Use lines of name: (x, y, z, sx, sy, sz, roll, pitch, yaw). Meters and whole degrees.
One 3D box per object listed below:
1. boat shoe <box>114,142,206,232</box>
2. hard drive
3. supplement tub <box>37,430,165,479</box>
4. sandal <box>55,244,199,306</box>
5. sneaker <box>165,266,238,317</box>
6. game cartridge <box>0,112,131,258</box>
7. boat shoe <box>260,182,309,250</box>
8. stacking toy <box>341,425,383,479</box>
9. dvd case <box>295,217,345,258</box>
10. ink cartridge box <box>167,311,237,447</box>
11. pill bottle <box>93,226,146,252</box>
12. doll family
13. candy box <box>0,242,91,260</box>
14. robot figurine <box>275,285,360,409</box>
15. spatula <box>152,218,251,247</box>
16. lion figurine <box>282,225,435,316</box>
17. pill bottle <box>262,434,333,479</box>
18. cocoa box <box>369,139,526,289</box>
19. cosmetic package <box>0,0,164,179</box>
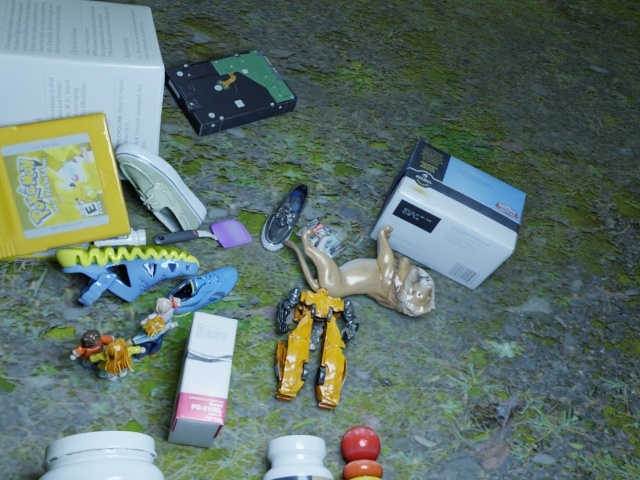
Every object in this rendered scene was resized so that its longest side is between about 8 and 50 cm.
boat shoe: (-0.387, -0.113, 1.556, 0.302, 0.109, 0.094, 48, 49, -42)
hard drive: (-0.269, -0.453, 1.935, 0.338, 0.064, 0.237, -24, 68, -30)
supplement tub: (-0.392, 0.527, 1.130, 0.235, 0.235, 0.325, 2, 57, -19)
sandal: (-0.442, 0.078, 1.483, 0.317, 0.126, 0.138, -2, 94, -15)
sneaker: (-0.279, 0.113, 1.544, 0.209, 0.082, 0.069, -28, 69, -34)
game cartridge: (-0.614, -0.120, 1.427, 0.323, 0.052, 0.286, -12, 105, -14)
boat shoe: (-0.089, -0.071, 1.737, 0.080, 0.076, 0.228, 32, 53, 3)
stacking toy: (0.094, 0.560, 1.364, 0.141, 0.141, 0.330, 9, 48, -14)
dvd case: (0.000, 0.000, 1.761, 0.119, 0.013, 0.087, 42, 54, 12)
ink cartridge box: (-0.251, 0.299, 1.371, 0.100, 0.172, 0.237, 12, 54, -12)
pill bottle: (-0.488, 0.000, 1.552, 0.120, 0.067, 0.067, -4, 59, -22)
doll family: (-0.394, 0.221, 1.377, 0.263, 0.163, 0.118, -26, 69, -32)
candy box: (-0.652, -0.001, 1.518, 0.205, 0.027, 0.105, 2, 61, -18)
robot figurine: (-0.016, 0.248, 1.540, 0.211, 0.085, 0.291, 15, 56, -10)
spatula: (-0.298, -0.014, 1.605, 0.296, 0.030, 0.084, -6, 55, -53)
lion figurine: (0.102, 0.092, 1.677, 0.392, 0.142, 0.240, -4, 76, -5)
pill bottle: (-0.045, 0.543, 1.294, 0.153, 0.153, 0.265, 6, 56, -16)
cocoa box: (0.357, -0.071, 1.799, 0.347, 0.231, 0.228, 27, 52, -1)
cosmetic package: (-0.605, -0.372, 1.558, 0.393, 0.327, 0.329, -1, 43, -20)
